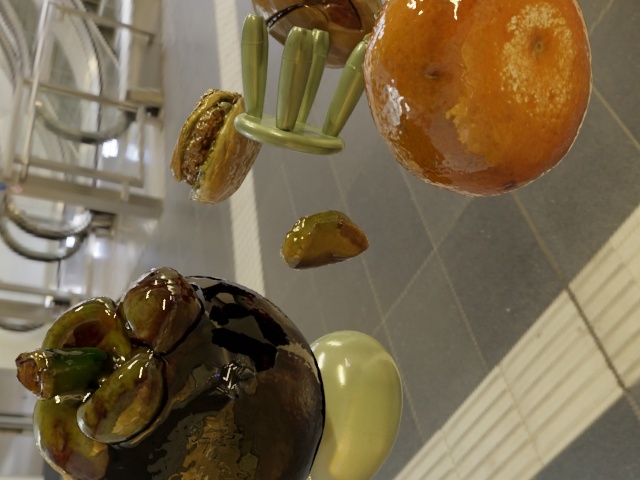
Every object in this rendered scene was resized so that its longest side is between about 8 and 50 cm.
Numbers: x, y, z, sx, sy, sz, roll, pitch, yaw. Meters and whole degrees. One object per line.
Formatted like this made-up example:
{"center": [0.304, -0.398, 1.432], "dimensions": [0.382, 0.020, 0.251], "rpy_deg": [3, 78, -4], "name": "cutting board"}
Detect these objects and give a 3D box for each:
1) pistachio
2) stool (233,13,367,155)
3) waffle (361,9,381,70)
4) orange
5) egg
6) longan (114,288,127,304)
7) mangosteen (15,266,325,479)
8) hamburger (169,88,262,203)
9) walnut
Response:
{"center": [0.000, 0.001, 1.492], "dimensions": [0.110, 0.189, 0.100], "rpy_deg": [-34, 71, 60], "name": "pistachio"}
{"center": [-0.036, -0.261, 1.323], "dimensions": [0.195, 0.195, 0.199], "rpy_deg": [33, 117, 47], "name": "stool"}
{"center": [0.194, -0.221, 1.061], "dimensions": [0.262, 0.280, 0.060], "rpy_deg": [-22, 27, 46], "name": "waffle"}
{"center": [0.141, -0.153, 0.717], "dimensions": [0.170, 0.224, 0.224], "rpy_deg": [6, 86, 59], "name": "orange"}
{"center": [0.028, 0.219, 1.004], "dimensions": [0.151, 0.151, 0.209], "rpy_deg": [-18, 58, 62], "name": "egg"}
{"center": [-0.242, 0.139, 1.214], "dimensions": [0.189, 0.189, 0.189], "rpy_deg": [-36, 49, 56], "name": "longan"}
{"center": [-0.140, 0.160, 0.825], "dimensions": [0.297, 0.296, 0.314], "rpy_deg": [-128, 29, -58], "name": "mangosteen"}
{"center": [-0.222, -0.203, 1.739], "dimensions": [0.260, 0.144, 0.283], "rpy_deg": [-61, -10, 14], "name": "hamburger"}
{"center": [-0.014, -0.448, 1.486], "dimensions": [0.203, 0.297, 0.203], "rpy_deg": [-52, 16, 21], "name": "walnut"}
